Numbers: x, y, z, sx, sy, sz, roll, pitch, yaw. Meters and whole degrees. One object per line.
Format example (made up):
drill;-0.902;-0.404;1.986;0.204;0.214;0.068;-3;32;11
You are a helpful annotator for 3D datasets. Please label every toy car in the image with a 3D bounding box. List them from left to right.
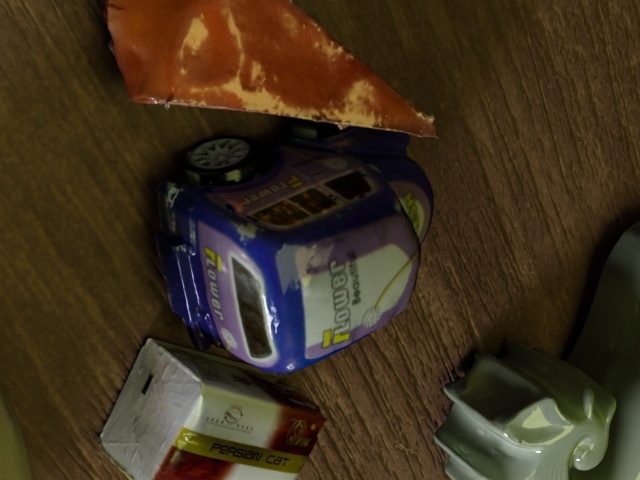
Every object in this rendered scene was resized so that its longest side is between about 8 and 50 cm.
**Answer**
toy car;0.000;0.000;1.049;0.235;0.158;0.172;-27;126;-28

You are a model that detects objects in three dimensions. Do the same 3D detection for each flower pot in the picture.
flower pot;0.302;0.166;1.376;0.367;0.165;0.254;-39;126;-16

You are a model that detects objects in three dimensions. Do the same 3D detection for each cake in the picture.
cake;-0.034;-0.124;0.970;0.287;0.098;0.135;26;84;-24

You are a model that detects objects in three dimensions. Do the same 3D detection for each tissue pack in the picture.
tissue pack;-0.088;0.159;1.098;0.149;0.099;0.106;20;98;-43

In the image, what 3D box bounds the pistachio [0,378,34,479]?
pistachio;-0.284;0.215;0.910;0.226;0.208;0.331;-42;135;-79
